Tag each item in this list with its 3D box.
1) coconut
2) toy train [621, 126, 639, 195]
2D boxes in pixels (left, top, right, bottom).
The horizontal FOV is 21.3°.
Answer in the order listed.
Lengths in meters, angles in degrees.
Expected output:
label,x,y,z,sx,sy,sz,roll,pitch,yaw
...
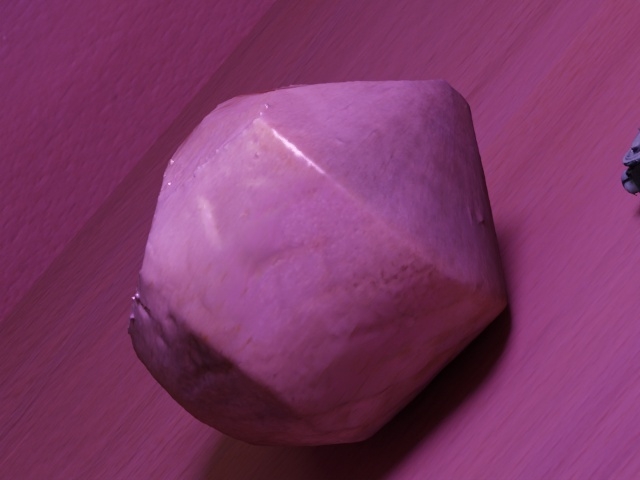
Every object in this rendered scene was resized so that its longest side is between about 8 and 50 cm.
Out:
label,x,y,z,sx,sy,sz,roll,pitch,yaw
coconut,0.000,0.000,1.712,0.415,0.344,0.415,-43,22,22
toy train,0.354,-0.090,1.570,0.172,0.070,0.099,-22,23,47
